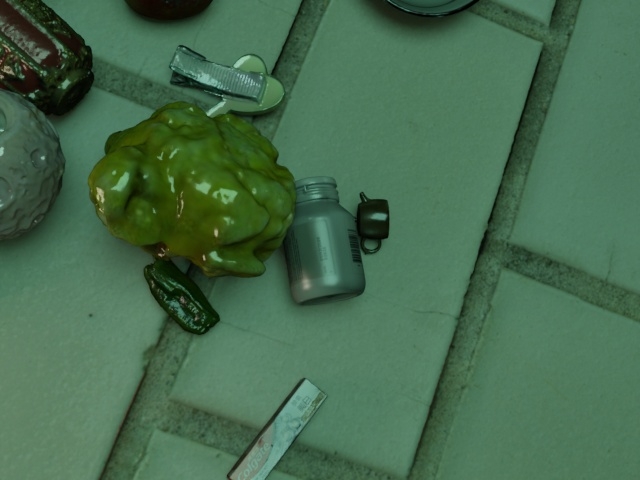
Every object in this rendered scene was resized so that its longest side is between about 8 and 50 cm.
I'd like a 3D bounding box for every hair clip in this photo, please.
[{"bbox_3d":[-0.174,-0.285,1.608,0.219,0.071,0.159,15,80,-2],"label":"hair clip"}]

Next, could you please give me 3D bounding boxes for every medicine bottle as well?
[{"bbox_3d":[0.000,0.000,1.543,0.135,0.135,0.215,-7,78,-13],"label":"medicine bottle"}]

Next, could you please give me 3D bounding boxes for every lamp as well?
[{"bbox_3d":[-0.526,-0.340,1.499,0.274,0.177,0.177,42,72,-2],"label":"lamp"}]

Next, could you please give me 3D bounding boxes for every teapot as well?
[{"bbox_3d":[0.091,-0.032,1.607,0.068,0.076,0.121,-1,107,-2],"label":"teapot"}]

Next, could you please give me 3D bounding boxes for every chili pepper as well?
[{"bbox_3d":[-0.261,0.080,1.507,0.072,0.073,0.204,-40,86,-4],"label":"chili pepper"}]

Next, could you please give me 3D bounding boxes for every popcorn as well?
[{"bbox_3d":[-0.204,-0.089,1.431,0.334,0.292,0.293,6,84,-7],"label":"popcorn"}]

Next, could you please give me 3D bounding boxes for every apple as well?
[{"bbox_3d":[-0.278,-0.516,1.596,0.188,0.174,0.207,0,93,-9],"label":"apple"}]

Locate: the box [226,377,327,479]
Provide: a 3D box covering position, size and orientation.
[{"bbox_3d":[-0.074,0.339,1.497,0.055,0.039,0.218,41,72,-2],"label":"box"}]

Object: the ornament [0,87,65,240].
[{"bbox_3d":[-0.547,-0.118,1.404,0.259,0.225,0.259,5,48,-5],"label":"ornament"}]

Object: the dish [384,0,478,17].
[{"bbox_3d":[0.202,-0.579,1.740,0.317,0.106,0.316,2,79,-12],"label":"dish"}]
